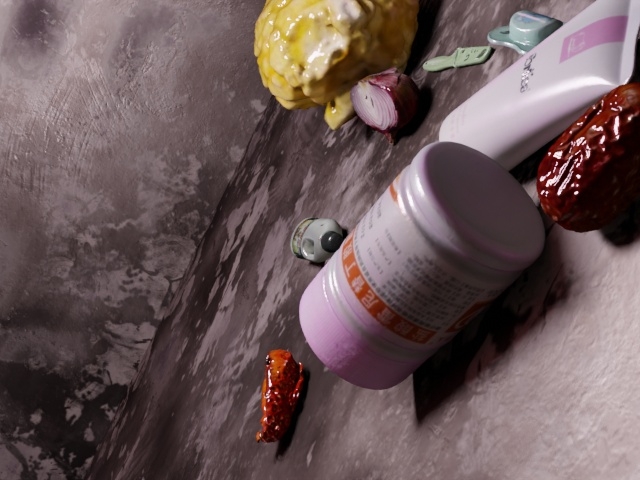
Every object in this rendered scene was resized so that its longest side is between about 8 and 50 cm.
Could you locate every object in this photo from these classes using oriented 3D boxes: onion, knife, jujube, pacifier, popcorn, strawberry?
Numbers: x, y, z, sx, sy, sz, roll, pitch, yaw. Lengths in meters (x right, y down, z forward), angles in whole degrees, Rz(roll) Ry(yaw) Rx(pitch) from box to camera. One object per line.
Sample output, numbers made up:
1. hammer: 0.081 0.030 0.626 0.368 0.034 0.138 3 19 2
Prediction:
1. onion: 0.147 -0.282 1.751 0.098 0.151 0.206 -34 24 -14
2. knife: 0.257 -0.347 1.638 0.043 0.020 0.293 -63 17 0
3. jujube: 0.314 -0.092 0.946 0.176 0.109 0.112 -53 54 25
4. pacifier: 0.317 -0.271 1.249 0.150 0.127 0.116 32 138 47
5. popcorn: 0.032 -0.465 1.928 0.344 0.354 0.390 106 176 -53
6. strawberry: -0.076 0.300 1.645 0.121 0.082 0.188 105 169 -55

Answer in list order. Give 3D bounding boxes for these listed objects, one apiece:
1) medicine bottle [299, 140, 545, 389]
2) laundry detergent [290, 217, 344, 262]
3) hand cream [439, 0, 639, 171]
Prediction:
1. medicine bottle: 0.127 0.041 1.158 0.316 0.202 0.202 -52 21 38
2. laundry detergent: 0.000 0.000 1.836 0.099 0.070 0.225 -58 17 -7
3. hand cream: 0.288 -0.191 1.125 0.358 0.118 0.185 -41 24 57
